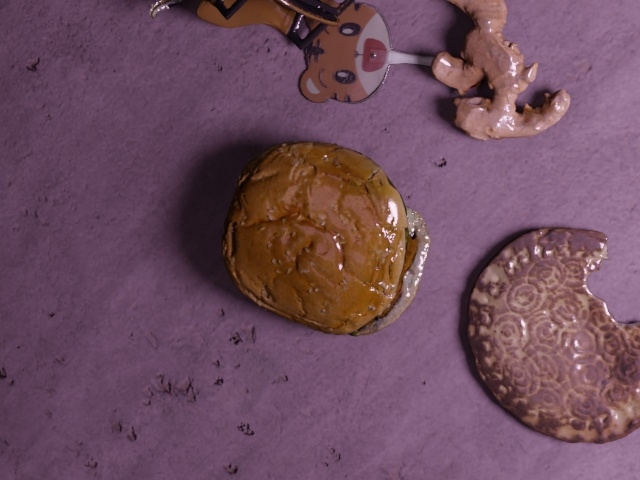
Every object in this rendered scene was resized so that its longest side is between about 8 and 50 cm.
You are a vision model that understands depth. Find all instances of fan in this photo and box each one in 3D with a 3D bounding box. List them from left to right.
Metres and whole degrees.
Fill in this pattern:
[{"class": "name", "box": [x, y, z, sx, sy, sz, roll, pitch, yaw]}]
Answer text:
[{"class": "fan", "box": [0.076, -0.261, 1.569, 0.227, 0.008, 0.152, 9, 97, 21]}]

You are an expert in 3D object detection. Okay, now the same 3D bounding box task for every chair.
[{"class": "chair", "box": [-0.048, -0.356, 1.525, 0.247, 0.159, 0.172, -54, 54, 20]}]

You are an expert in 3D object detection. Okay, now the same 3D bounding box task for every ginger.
[{"class": "ginger", "box": [0.210, -0.244, 1.487, 0.149, 0.065, 0.258, -32, 87, 17]}]

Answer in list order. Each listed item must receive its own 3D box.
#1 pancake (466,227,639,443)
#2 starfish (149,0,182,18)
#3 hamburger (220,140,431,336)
[{"class": "pancake", "box": [0.333, 0.124, 1.492, 0.288, 0.033, 0.286, 19, 100, 19]}, {"class": "starfish", "box": [-0.198, -0.430, 1.639, 0.208, 0.053, 0.175, -15, 89, 19]}, {"class": "hamburger", "box": [0.002, -0.002, 1.557, 0.285, 0.134, 0.265, 19, 100, 21]}]
